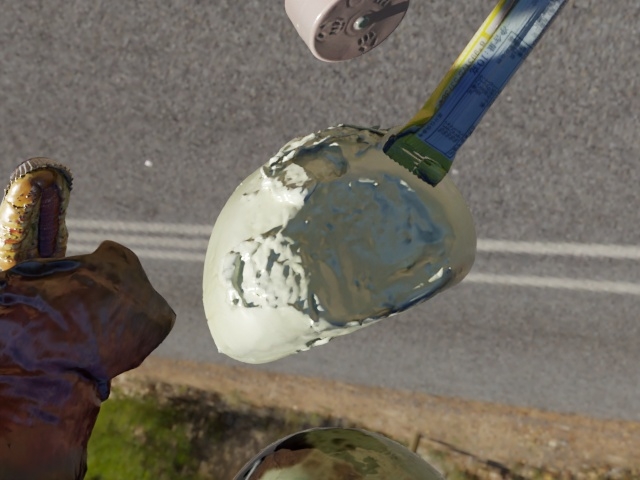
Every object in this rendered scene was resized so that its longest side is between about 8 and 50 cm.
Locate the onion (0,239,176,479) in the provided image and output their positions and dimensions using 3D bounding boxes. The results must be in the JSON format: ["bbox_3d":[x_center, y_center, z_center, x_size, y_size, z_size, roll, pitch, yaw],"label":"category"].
[{"bbox_3d":[-0.223,0.179,0.469,0.398,0.420,0.398,25,-175,-2],"label":"onion"}]

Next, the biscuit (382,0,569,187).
[{"bbox_3d":[0.138,-0.156,0.547,0.048,0.292,0.026,31,-168,-25],"label":"biscuit"}]

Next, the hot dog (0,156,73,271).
[{"bbox_3d":[-0.471,-0.034,1.575,0.131,0.069,0.253,-12,139,-35],"label":"hot dog"}]

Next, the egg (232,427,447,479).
[{"bbox_3d":[0.034,0.364,0.902,0.287,0.380,0.287,-14,-172,2],"label":"egg"}]

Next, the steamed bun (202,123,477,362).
[{"bbox_3d":[0.000,0.000,1.161,0.333,0.233,0.312,-19,176,-25],"label":"steamed bun"}]

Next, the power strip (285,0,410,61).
[{"bbox_3d":[0.037,-0.306,1.226,0.078,0.154,0.154,61,168,22],"label":"power strip"}]
